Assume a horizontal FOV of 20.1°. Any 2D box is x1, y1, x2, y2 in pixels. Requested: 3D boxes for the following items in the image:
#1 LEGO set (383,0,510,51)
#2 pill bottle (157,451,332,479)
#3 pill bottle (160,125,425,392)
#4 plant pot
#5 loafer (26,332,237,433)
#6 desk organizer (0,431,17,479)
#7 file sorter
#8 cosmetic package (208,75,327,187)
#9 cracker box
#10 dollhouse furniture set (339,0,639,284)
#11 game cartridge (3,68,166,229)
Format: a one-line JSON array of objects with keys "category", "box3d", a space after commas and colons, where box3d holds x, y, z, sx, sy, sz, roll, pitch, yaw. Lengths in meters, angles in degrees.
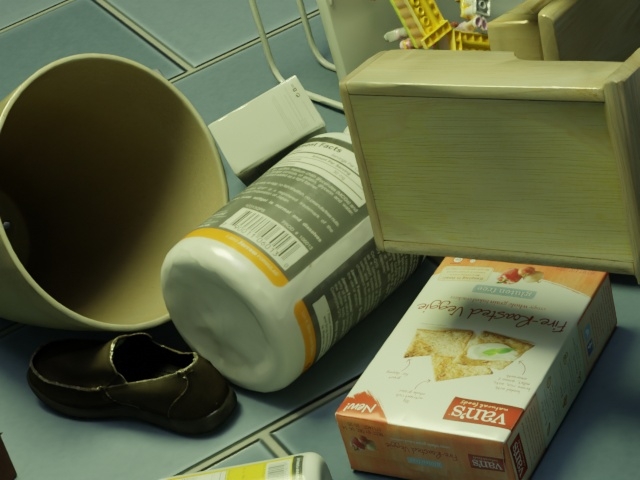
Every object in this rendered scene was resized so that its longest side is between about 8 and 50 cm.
[{"category": "LEGO set", "box3d": [0.105, -0.235, 1.913, 0.107, 0.287, 0.132, -12, 58, 50]}, {"category": "pill bottle", "box3d": [-0.079, 0.228, 1.394, 0.184, 0.103, 0.103, -11, 33, 8]}, {"category": "pill bottle", "box3d": [0.000, 0.000, 1.650, 0.162, 0.162, 0.278, 16, 44, 40]}, {"category": "plant pot", "box3d": [-0.269, -0.023, 1.736, 0.274, 0.256, 0.256, -15, 23, 50]}, {"category": "loafer", "box3d": [-0.175, 0.113, 1.629, 0.220, 0.078, 0.080, 5, 38, 29]}, {"category": "desk organizer", "box3d": [-0.322, 0.221, 1.555, 0.047, 0.050, 0.130, 7, 39, 31]}, {"category": "file sorter", "box3d": [0.071, -0.291, 2.030, 0.278, 0.192, 0.173, -34, 35, -27]}, {"category": "cosmetic package", "box3d": [-0.048, -0.102, 1.782, 0.099, 0.060, 0.239, -32, -3, -1]}, {"category": "cracker box", "box3d": [0.135, 0.107, 1.519, 0.156, 0.067, 0.232, 6, 39, 30]}, {"category": "dollhouse furniture set", "box3d": [0.239, -0.142, 1.523, 0.256, 0.362, 0.394, 6, 31, 36]}, {"category": "game cartridge", "box3d": [-0.310, -0.075, 1.990, 0.355, 0.068, 0.230, -22, 37, -10]}]
